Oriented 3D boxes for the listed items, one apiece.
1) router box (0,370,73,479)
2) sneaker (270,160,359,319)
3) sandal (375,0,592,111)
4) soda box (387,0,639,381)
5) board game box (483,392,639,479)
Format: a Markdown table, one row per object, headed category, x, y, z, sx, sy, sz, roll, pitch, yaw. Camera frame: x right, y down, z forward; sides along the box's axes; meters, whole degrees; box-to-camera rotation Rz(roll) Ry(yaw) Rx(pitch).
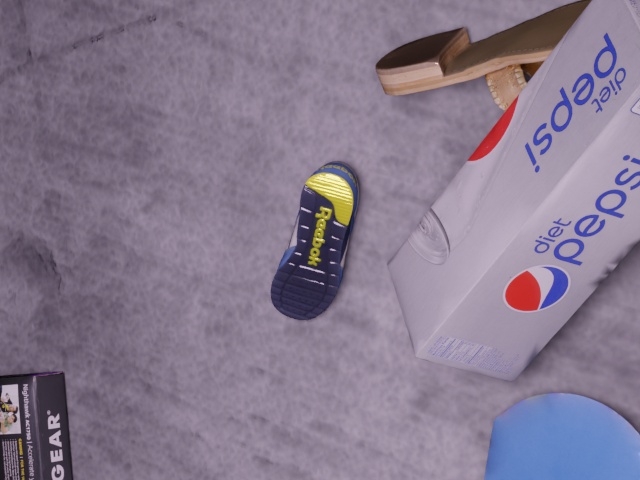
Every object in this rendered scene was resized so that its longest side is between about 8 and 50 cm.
| category | x | y | z | sx | sy | sz | roll | pitch | yaw |
| --- | --- | --- | --- | --- | --- | --- | --- | --- | --- |
| router box | -0.294 | 0.215 | 1.388 | 0.133 | 0.046 | 0.179 | -7 | 87 | 32 |
| sneaker | 0.000 | 0.000 | 1.201 | 0.053 | 0.059 | 0.144 | 20 | 120 | 0 |
| sandal | 0.155 | -0.119 | 1.099 | 0.240 | 0.088 | 0.079 | -5 | 119 | 39 |
| soda box | 0.162 | -0.034 | 1.019 | 0.286 | 0.091 | 0.098 | -54 | 34 | 35 |
| board game box | 0.182 | 0.195 | 1.094 | 0.133 | 0.033 | 0.169 | 12 | 94 | 38 |
